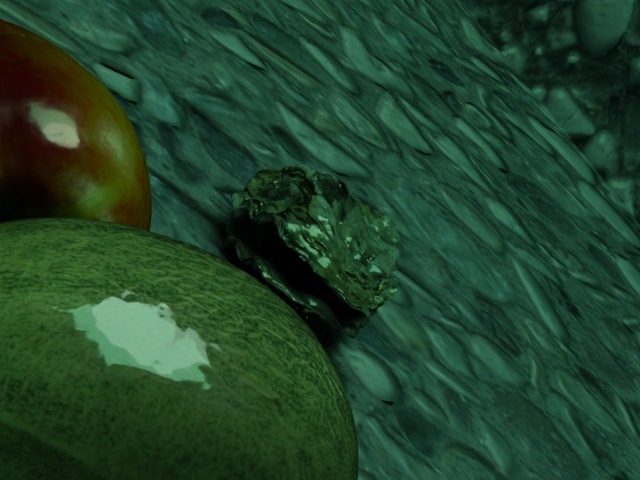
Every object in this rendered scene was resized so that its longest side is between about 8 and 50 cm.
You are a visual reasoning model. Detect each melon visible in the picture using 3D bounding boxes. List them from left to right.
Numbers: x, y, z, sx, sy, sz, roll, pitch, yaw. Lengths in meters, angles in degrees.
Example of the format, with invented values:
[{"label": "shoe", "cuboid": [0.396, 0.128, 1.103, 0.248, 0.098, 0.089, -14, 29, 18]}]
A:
[{"label": "melon", "cuboid": [-0.124, 0.115, 1.082, 0.329, 0.248, 0.248, 28, 24, -41]}]

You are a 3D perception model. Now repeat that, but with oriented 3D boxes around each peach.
[{"label": "peach", "cuboid": [-0.243, -0.019, 1.270, 0.275, 0.249, 0.245, 43, -22, 54]}]

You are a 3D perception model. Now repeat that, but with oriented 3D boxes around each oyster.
[{"label": "oyster", "cuboid": [0.000, 0.000, 1.873, 0.198, 0.112, 0.267, 40, 16, -11]}]
